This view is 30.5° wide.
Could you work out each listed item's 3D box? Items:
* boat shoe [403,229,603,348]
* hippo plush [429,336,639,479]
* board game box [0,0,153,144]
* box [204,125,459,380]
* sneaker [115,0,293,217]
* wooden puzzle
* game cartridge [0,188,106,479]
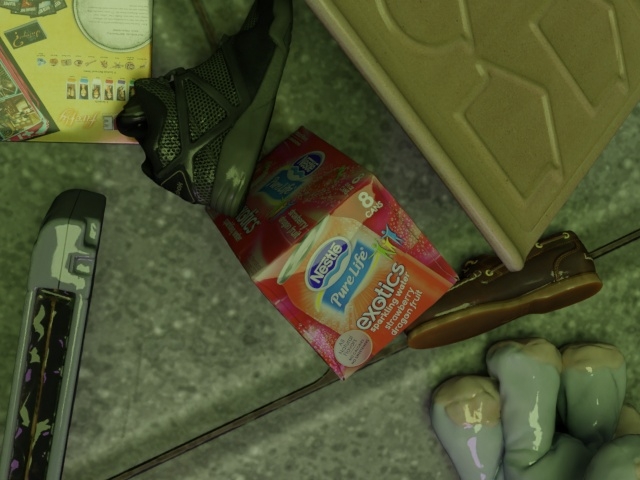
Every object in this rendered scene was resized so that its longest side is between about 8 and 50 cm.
[{"bbox_3d":[0.173,0.048,1.167,0.207,0.073,0.073,-16,67,-11],"label":"boat shoe"},{"bbox_3d":[0.226,0.238,1.125,0.234,0.236,0.294,43,90,-17],"label":"hippo plush"},{"bbox_3d":[-0.271,-0.169,1.036,0.243,0.042,0.165,1,101,-12],"label":"board game box"},{"bbox_3d":[0.000,0.000,1.017,0.128,0.257,0.122,-40,109,-1],"label":"box"},{"bbox_3d":[-0.099,-0.139,1.024,0.130,0.087,0.227,18,67,-3],"label":"sneaker"},{"bbox_3d":[0.150,-0.195,1.043,0.322,0.081,0.348,51,58,-21],"label":"wooden puzzle"},{"bbox_3d":[-0.235,0.109,1.020,0.062,0.198,0.297,9,99,-14],"label":"game cartridge"}]
